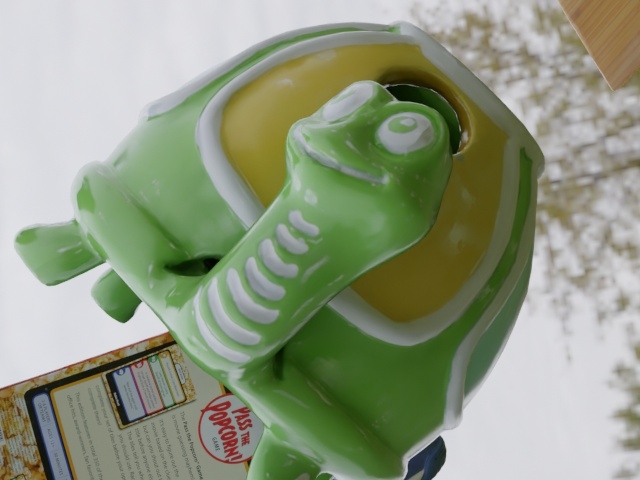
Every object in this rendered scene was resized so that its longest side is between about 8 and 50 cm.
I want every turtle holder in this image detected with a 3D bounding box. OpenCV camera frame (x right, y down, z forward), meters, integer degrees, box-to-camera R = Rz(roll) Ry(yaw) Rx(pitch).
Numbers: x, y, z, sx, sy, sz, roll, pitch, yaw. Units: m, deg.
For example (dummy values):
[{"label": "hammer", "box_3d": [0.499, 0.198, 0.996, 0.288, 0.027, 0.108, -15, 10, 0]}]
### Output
[{"label": "turtle holder", "box_3d": [-0.010, -0.009, 0.849, 0.243, 0.227, 0.320, 44, 177, 31]}]

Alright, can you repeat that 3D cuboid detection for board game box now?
[{"label": "board game box", "box_3d": [-0.115, 0.141, 1.025, 0.045, 0.193, 0.147, 62, -170, -77]}]

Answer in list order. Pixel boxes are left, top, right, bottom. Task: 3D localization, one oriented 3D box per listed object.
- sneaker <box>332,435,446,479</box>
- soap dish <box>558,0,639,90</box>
[{"label": "sneaker", "box_3d": [-0.025, 0.219, 1.654, 0.112, 0.296, 0.131, -82, -24, -75]}, {"label": "soap dish", "box_3d": [0.277, -0.265, 1.103, 0.118, 0.291, 0.229, 33, -140, -9]}]
